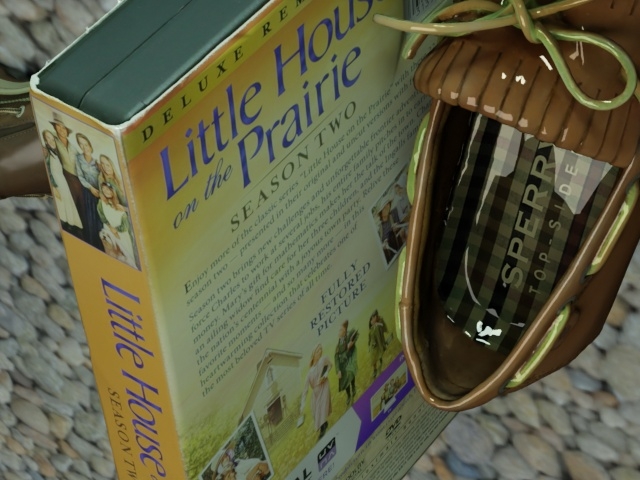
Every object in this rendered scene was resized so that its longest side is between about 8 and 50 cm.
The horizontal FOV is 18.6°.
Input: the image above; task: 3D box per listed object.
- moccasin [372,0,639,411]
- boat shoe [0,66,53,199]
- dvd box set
[{"bbox_3d":[0.106,-0.082,0.937,0.139,0.147,0.380,30,127,16],"label":"moccasin"},{"bbox_3d":[-0.195,-0.058,1.315,0.257,0.095,0.095,9,135,35],"label":"boat shoe"},{"bbox_3d":[0.000,0.000,1.022,0.062,0.307,0.420,25,144,27],"label":"dvd box set"}]
